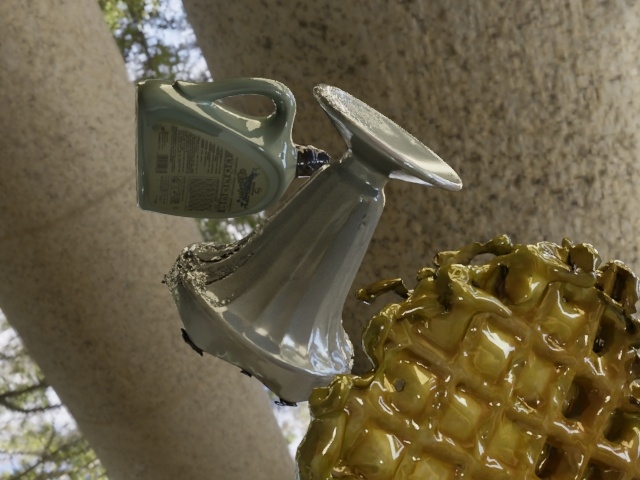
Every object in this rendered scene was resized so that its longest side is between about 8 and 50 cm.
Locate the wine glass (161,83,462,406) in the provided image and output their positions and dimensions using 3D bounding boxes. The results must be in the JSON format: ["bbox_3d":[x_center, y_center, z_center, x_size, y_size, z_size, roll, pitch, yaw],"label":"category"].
[{"bbox_3d":[0.000,0.000,0.639,0.196,0.164,0.165,-53,-154,15],"label":"wine glass"}]

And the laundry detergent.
[{"bbox_3d":[-0.123,-0.133,1.228,0.280,0.215,0.105,-1,-147,-12],"label":"laundry detergent"}]

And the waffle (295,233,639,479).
[{"bbox_3d":[0.114,0.129,0.514,0.280,0.262,0.060,-21,-164,-29],"label":"waffle"}]
